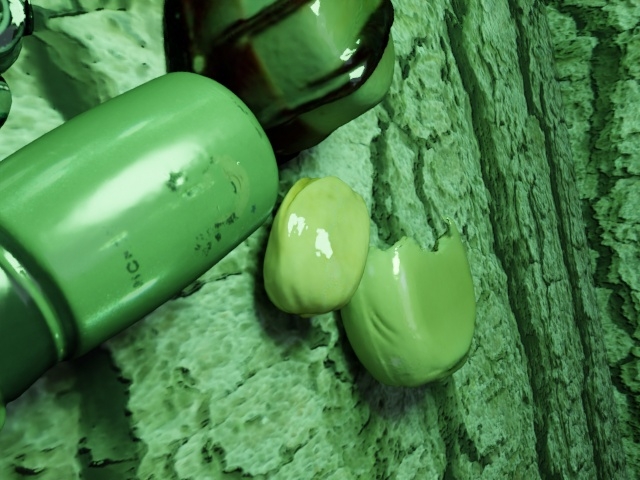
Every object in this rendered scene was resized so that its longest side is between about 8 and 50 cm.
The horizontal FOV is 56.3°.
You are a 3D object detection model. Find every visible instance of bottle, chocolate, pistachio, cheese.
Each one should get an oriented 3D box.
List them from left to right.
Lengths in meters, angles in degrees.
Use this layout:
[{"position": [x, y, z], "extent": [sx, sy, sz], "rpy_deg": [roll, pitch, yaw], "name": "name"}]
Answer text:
[{"position": [-0.189, 0.001, 0.456], "extent": [0.347, 0.169, 0.168], "rpy_deg": [-44, 117, -43], "name": "bottle"}, {"position": [-0.020, -0.242, 0.704], "extent": [0.284, 0.186, 0.283], "rpy_deg": [13, 73, -50], "name": "chocolate"}, {"position": [0.000, 0.000, 0.733], "extent": [0.145, 0.117, 0.200], "rpy_deg": [61, 40, -47], "name": "pistachio"}, {"position": [0.138, 0.086, 0.892], "extent": [0.266, 0.127, 0.233], "rpy_deg": [-6, 88, -54], "name": "cheese"}]

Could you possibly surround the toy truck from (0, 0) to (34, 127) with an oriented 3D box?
[{"position": [-0.281, -0.209, 0.366], "extent": [0.178, 0.177, 0.363], "rpy_deg": [1, 82, -31], "name": "toy truck"}]
